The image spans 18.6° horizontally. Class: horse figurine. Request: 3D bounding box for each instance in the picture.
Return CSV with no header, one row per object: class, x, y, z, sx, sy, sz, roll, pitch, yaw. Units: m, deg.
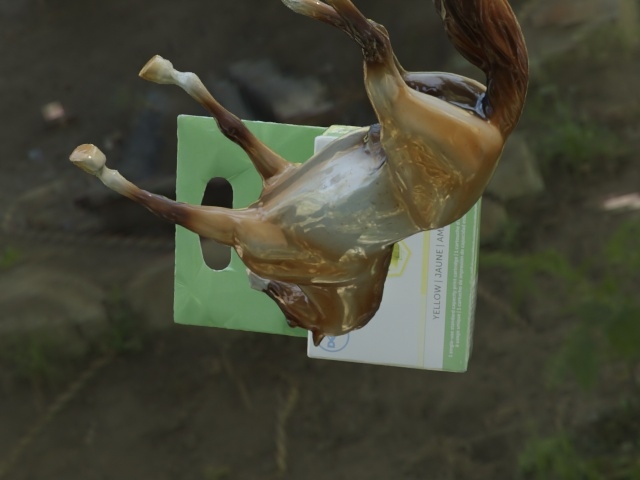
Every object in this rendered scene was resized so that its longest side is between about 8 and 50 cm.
horse figurine,0.009,-0.044,0.898,0.263,0.174,0.066,-38,21,40

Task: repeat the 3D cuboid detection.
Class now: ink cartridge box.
ink cartridge box,0.000,0.000,1.445,0.235,0.171,0.056,5,14,10
